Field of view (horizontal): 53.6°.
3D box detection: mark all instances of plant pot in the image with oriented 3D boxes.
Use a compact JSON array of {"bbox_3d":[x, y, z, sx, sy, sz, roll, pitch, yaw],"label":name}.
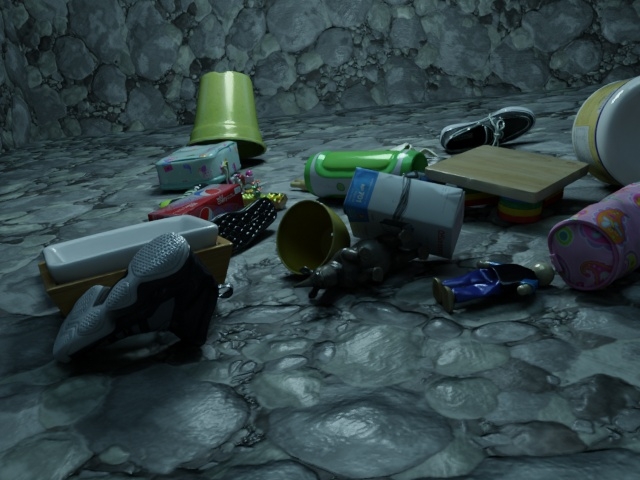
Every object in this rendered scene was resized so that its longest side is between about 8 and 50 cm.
[{"bbox_3d":[0.000,0.000,1.153,0.134,0.134,0.095,9,-2,39],"label":"plant pot"},{"bbox_3d":[-0.327,-0.437,2.196,0.276,0.254,0.276,-2,-7,0],"label":"plant pot"}]

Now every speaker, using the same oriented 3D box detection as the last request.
[{"bbox_3d":[0.110,-0.161,1.561,0.296,0.131,0.131,4,21,33],"label":"speaker"}]

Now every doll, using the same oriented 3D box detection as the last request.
[{"bbox_3d":[0.270,0.061,0.971,0.189,0.046,0.129,-10,20,-10],"label":"doll"}]

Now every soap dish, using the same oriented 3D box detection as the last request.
[{"bbox_3d":[-0.314,0.047,1.073,0.290,0.118,0.229,-15,14,-24],"label":"soap dish"}]

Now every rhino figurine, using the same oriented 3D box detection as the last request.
[{"bbox_3d":[0.058,0.043,1.051,0.243,0.073,0.106,-19,3,-31],"label":"rhino figurine"}]

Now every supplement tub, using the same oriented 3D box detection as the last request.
[{"bbox_3d":[0.683,-0.230,1.358,0.241,0.241,0.331,-3,9,10],"label":"supplement tub"}]

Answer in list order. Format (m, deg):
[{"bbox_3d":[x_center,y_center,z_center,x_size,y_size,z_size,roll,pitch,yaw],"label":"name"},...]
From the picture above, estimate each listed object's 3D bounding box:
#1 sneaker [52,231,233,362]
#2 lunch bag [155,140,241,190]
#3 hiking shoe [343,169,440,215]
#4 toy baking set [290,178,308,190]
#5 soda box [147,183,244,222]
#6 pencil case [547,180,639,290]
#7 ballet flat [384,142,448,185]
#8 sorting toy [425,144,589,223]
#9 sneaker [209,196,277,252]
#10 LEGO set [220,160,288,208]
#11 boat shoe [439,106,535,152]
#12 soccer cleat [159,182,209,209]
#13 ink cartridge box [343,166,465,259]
[{"bbox_3d":[-0.251,0.116,0.912,0.268,0.153,0.101,-38,33,15],"label":"sneaker"},{"bbox_3d":[-0.383,-0.235,1.987,0.224,0.108,0.279,-8,16,12],"label":"lunch bag"},{"bbox_3d":[0.179,-0.064,1.341,0.132,0.113,0.304,42,36,26],"label":"hiking shoe"},{"bbox_3d":[0.046,-0.172,1.772,0.256,0.030,0.196,9,24,39],"label":"toy baking set"},{"bbox_3d":[-0.280,-0.060,1.467,0.092,0.083,0.263,2,19,23],"label":"soda box"},{"bbox_3d":[0.480,-0.014,1.022,0.284,0.124,0.124,-23,24,-40],"label":"pencil case"},{"bbox_3d":[0.243,-0.203,1.689,0.280,0.095,0.096,25,76,48],"label":"ballet flat"},{"bbox_3d":[0.403,-0.121,1.380,0.257,0.089,0.255,20,31,39],"label":"sorting toy"},{"bbox_3d":[-0.184,-0.022,1.369,0.097,0.084,0.234,-23,4,37],"label":"sneaker"},{"bbox_3d":[-0.198,-0.150,1.669,0.132,0.107,0.287,-15,20,-23],"label":"LEGO set"},{"bbox_3d":[0.533,-0.343,1.995,0.306,0.113,0.105,-8,25,3],"label":"boat shoe"},{"bbox_3d":[-0.341,-0.100,1.660,0.072,0.060,0.179,17,34,30],"label":"soccer cleat"},{"bbox_3d":[0.149,-0.047,1.117,0.190,0.140,0.082,15,69,17],"label":"ink cartridge box"}]
